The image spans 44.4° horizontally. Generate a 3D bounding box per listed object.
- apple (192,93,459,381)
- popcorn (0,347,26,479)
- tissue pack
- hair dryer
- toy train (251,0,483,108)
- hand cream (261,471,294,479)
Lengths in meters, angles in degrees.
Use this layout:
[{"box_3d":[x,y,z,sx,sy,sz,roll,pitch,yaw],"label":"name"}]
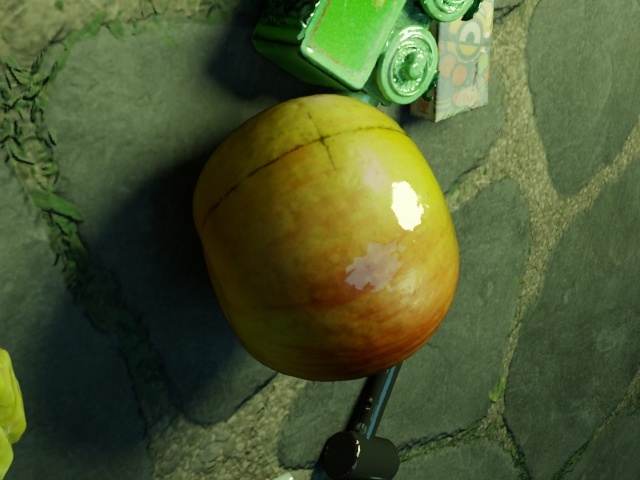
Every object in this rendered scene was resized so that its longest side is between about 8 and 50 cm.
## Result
[{"box_3d":[0.000,0.000,0.786,0.233,0.286,0.286,-25,127,-11],"label":"apple"},{"box_3d":[-0.350,0.176,0.575,0.258,0.224,0.270,2,101,-52],"label":"popcorn"},{"box_3d":[0.166,-0.234,0.989,0.109,0.060,0.148,-20,121,-35],"label":"tissue pack"},{"box_3d":[0.090,0.234,1.148,0.114,0.071,0.247,25,82,-46],"label":"hair dryer"},{"box_3d":[0.053,-0.255,0.827,0.188,0.132,0.243,27,89,-39],"label":"toy train"},{"box_3d":[-0.125,0.363,1.016,0.216,0.038,0.052,-27,98,-28],"label":"hand cream"}]
